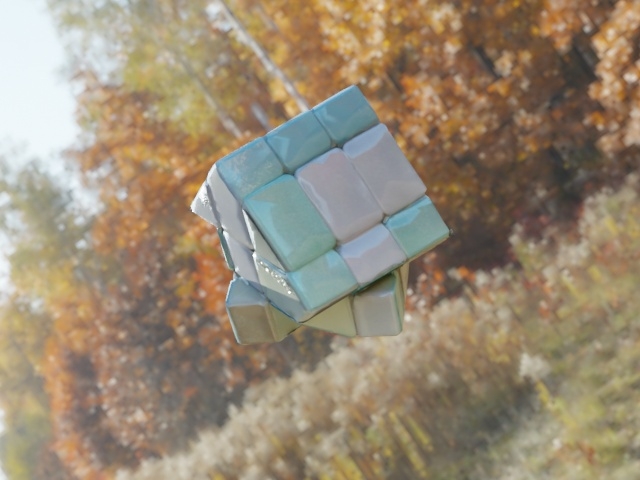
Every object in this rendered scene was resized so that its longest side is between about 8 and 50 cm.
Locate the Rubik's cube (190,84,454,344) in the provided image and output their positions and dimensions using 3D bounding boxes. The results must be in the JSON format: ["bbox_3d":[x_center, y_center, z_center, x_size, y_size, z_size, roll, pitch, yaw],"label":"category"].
[{"bbox_3d":[-0.003,-0.001,0.460,0.075,0.084,0.073,-14,-9,-21],"label":"Rubik's cube"}]
